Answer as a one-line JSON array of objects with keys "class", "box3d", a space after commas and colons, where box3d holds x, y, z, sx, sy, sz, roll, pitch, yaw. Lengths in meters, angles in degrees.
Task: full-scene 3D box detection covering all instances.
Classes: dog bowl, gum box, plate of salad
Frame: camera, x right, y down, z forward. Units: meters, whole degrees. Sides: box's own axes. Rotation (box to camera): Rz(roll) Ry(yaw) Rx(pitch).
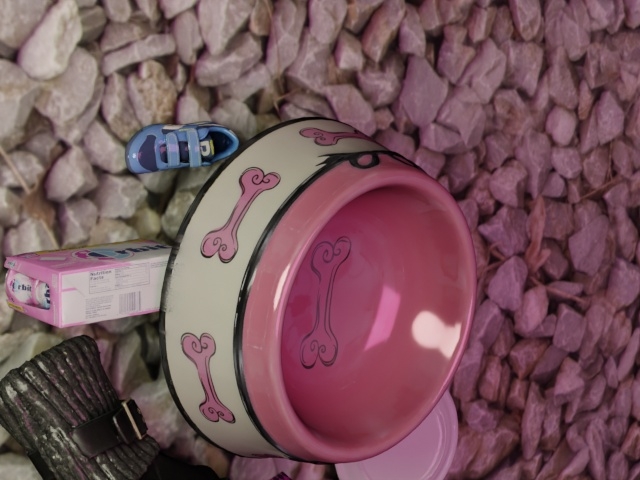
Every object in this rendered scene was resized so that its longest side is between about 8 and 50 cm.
[{"class": "dog bowl", "box3d": [0.017, 0.072, 1.894, 0.408, 0.150, 0.408, -17, 114, -43]}, {"class": "gum box", "box3d": [-0.242, 0.045, 1.816, 0.188, 0.107, 0.062, -8, 104, -40]}, {"class": "plate of salad", "box3d": [0.097, 0.262, 2.203, 0.199, 0.048, 0.200, -4, 97, -31]}]

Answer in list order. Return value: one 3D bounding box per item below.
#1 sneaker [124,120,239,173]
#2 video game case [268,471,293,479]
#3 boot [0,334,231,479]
[{"class": "sneaker", "box3d": [-0.156, -0.107, 1.893, 0.144, 0.059, 0.053, -18, 112, -37]}, {"class": "video game case", "box3d": [-0.124, 0.371, 1.901, 0.210, 0.042, 0.232, -52, 170, 12]}, {"class": "boot", "box3d": [-0.225, 0.233, 1.850, 0.131, 0.348, 0.260, -39, 82, 2]}]
